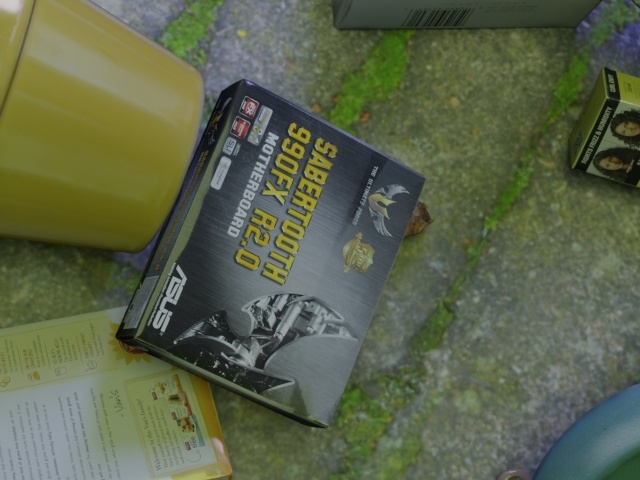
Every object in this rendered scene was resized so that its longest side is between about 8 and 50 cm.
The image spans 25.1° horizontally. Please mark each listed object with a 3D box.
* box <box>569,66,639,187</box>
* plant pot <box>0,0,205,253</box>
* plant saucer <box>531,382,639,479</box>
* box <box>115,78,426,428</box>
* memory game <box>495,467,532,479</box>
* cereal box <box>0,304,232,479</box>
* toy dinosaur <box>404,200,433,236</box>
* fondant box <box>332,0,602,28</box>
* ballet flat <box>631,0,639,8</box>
[{"bbox_3d":[0.347,-0.079,1.291,0.232,0.087,0.058,16,36,-6],"label":"box"},{"bbox_3d":[-0.232,-0.100,1.146,0.239,0.254,0.254,20,76,-20],"label":"plant pot"},{"bbox_3d":[0.318,0.262,1.156,0.318,0.044,0.317,2,103,7],"label":"plant saucer"},{"bbox_3d":[-0.037,0.013,1.167,0.183,0.056,0.231,28,75,-19],"label":"box"},{"bbox_3d":[0.184,0.288,1.234,0.186,0.012,0.186,2,78,-8],"label":"memory game"},{"bbox_3d":[-0.206,0.145,1.154,0.240,0.047,0.173,-10,59,-13],"label":"cereal box"},{"bbox_3d":[0.000,0.000,1.241,0.211,0.064,0.112,-27,85,-12],"label":"toy dinosaur"},{"bbox_3d":[0.126,-0.364,1.319,0.238,0.096,0.330,-2,80,-9],"label":"fondant box"},{"bbox_3d":[0.304,-0.268,1.227,0.409,0.147,0.147,36,74,-30],"label":"ballet flat"}]
